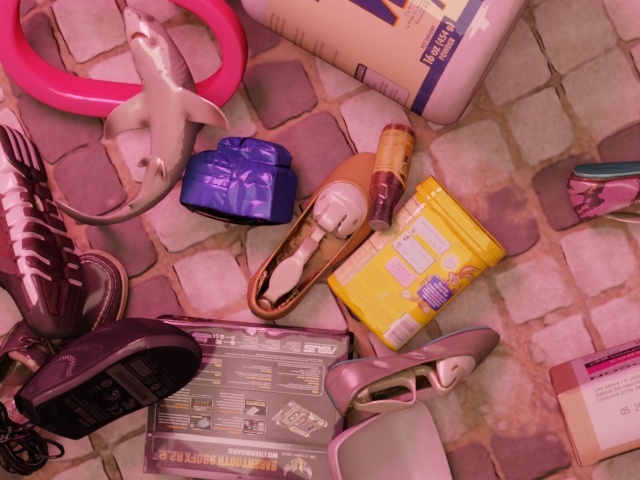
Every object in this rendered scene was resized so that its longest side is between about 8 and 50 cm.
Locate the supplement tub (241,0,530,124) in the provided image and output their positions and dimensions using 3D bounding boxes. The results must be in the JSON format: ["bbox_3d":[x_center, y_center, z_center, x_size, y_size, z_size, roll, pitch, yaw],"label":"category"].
[{"bbox_3d":[0.059,-0.296,1.768,0.325,0.235,0.235,30,95,3],"label":"supplement tub"}]

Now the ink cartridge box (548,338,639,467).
[{"bbox_3d":[0.373,0.155,1.780,0.235,0.193,0.088,-19,91,6],"label":"ink cartridge box"}]

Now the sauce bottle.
[{"bbox_3d":[0.078,-0.070,1.846,0.042,0.042,0.128,10,64,5],"label":"sauce bottle"}]

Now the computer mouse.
[{"bbox_3d":[-0.264,0.152,1.826,0.272,0.188,0.072,-24,52,4],"label":"computer mouse"}]

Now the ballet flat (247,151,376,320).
[{"bbox_3d":[0.000,0.000,1.869,0.080,0.073,0.232,36,95,2],"label":"ballet flat"}]

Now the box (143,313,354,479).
[{"bbox_3d":[-0.083,0.186,1.895,0.231,0.056,0.183,4,94,5],"label":"box"}]

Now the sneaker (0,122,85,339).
[{"bbox_3d":[-0.374,0.017,1.874,0.162,0.106,0.281,-30,59,17],"label":"sneaker"}]

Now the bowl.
[{"bbox_3d":[0.072,0.262,1.858,0.142,0.053,0.142,-26,102,-31],"label":"bowl"}]

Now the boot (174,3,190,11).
[{"bbox_3d":[-0.178,-0.356,1.862,0.073,0.197,0.152,-18,130,-9],"label":"boot"}]

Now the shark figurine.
[{"bbox_3d":[-0.173,-0.107,1.829,0.166,0.116,0.278,27,116,14],"label":"shark figurine"}]

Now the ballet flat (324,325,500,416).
[{"bbox_3d":[0.111,0.155,1.841,0.213,0.072,0.068,-13,53,-14],"label":"ballet flat"}]

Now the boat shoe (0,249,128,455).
[{"bbox_3d":[-0.322,0.139,1.897,0.103,0.092,0.285,37,96,3],"label":"boat shoe"}]

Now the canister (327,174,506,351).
[{"bbox_3d":[0.107,0.028,1.861,0.170,0.073,0.126,-44,88,7],"label":"canister"}]

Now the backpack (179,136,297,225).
[{"bbox_3d":[-0.095,-0.067,1.867,0.120,0.098,0.101,7,86,18],"label":"backpack"}]

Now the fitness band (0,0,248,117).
[{"bbox_3d":[-0.224,-0.225,1.835,0.291,0.054,0.209,7,132,6],"label":"fitness band"}]

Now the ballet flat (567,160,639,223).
[{"bbox_3d":[0.389,-0.060,1.835,0.222,0.077,0.079,-9,110,11],"label":"ballet flat"}]
